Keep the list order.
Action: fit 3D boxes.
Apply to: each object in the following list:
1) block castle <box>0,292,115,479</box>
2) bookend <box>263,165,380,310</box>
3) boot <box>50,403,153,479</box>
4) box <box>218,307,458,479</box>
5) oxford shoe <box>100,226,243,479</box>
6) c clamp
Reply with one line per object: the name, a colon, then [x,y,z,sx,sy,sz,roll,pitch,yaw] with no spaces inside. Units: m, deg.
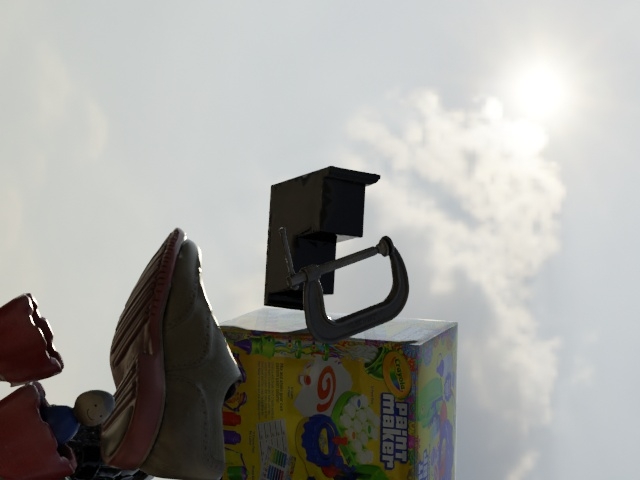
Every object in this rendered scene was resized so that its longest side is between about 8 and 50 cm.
block castle: [-0.217,0.298,1.393,0.303,0.213,0.453,-124,-170,-69]
bookend: [0.000,0.000,1.837,0.157,0.072,0.156,-15,-111,60]
boot: [-0.355,0.305,1.820,0.348,0.260,0.131,-48,-114,30]
box: [0.017,0.248,1.886,0.279,0.177,0.290,4,-82,22]
oxford shoe: [-0.151,0.126,1.610,0.123,0.130,0.348,-53,-158,36]
c clamp: [0.031,0.040,1.604,0.022,0.160,0.137,14,-68,54]
